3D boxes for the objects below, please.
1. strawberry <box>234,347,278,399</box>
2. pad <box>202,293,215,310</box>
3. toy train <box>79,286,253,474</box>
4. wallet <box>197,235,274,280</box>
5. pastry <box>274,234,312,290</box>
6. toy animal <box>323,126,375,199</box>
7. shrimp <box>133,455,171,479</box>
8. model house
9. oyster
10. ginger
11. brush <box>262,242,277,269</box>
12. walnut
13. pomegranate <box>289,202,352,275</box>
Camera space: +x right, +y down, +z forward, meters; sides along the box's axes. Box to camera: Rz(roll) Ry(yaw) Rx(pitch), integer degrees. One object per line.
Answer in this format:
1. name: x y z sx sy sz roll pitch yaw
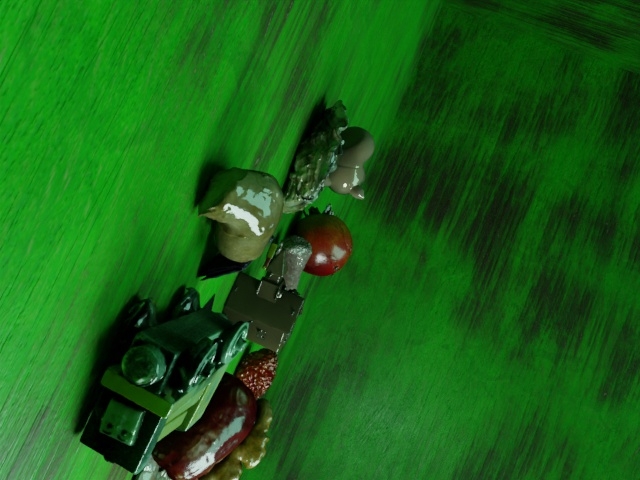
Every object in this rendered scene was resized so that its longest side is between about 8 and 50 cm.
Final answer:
1. strawberry: -0.234 0.443 2.079 0.175 0.106 0.236 -13 -136 53
2. pad: -0.284 0.210 1.401 0.193 0.004 0.116 -57 167 -58
3. toy train: -0.259 0.231 1.103 0.253 0.160 0.397 -62 174 4
4. wallet: -0.173 0.029 1.315 0.030 0.111 0.166 67 26 -16
5. pastry: -0.092 0.066 1.893 0.265 0.102 0.112 117 -9 -52
6. toy animal: 0.098 -0.267 2.127 0.154 0.166 0.250 67 39 -67
7. shrimp: -0.356 0.517 1.536 0.360 0.085 0.247 -50 154 -56
8. model house: -0.120 0.121 1.610 0.176 0.180 0.248 -52 165 -65
9. oyster: -0.008 -0.224 1.721 0.351 0.114 0.238 -62 180 -6
10. ginger: -0.142 -0.053 1.171 0.267 0.152 0.138 88 -5 -61
11. brush: -0.147 0.048 1.826 0.021 0.018 0.083 123 -10 -78
12. walnut: -0.242 0.428 1.409 0.269 0.244 0.222 -53 -175 -34
13. pomegranate: 0.000 0.000 2.042 0.210 0.210 0.235 79 10 -76
